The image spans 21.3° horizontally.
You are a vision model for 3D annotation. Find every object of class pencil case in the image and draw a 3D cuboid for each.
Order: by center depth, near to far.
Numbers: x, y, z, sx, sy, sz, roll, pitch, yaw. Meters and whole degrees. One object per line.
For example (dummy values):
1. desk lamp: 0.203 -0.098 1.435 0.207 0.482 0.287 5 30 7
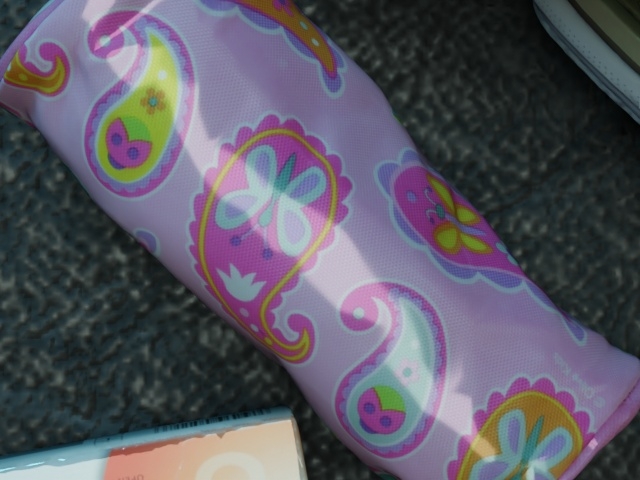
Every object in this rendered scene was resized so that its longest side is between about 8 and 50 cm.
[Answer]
1. pencil case: 0.000 0.000 0.686 0.124 0.124 0.284 -44 94 -4

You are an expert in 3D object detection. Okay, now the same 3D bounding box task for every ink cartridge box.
1. ink cartridge box: -0.068 0.169 0.714 0.145 0.045 0.179 -10 88 -5

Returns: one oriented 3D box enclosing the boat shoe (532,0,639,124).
1. boat shoe: 0.202 -0.025 0.703 0.302 0.103 0.113 41 52 17
